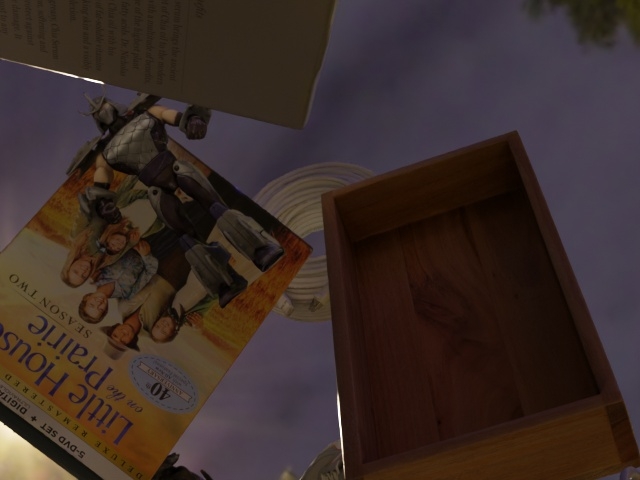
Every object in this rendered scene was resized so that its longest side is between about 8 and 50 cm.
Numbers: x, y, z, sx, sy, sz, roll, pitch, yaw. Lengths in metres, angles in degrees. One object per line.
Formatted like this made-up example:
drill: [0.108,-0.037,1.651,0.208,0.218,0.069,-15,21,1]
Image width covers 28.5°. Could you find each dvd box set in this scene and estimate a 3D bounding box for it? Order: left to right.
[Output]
dvd box set: [-0.237,0.072,1.536,0.420,0.308,0.062,-54,4,-33]

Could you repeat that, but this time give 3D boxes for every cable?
cable: [0.000,0.000,1.864,0.257,0.257,0.089,-35,-41,-14]

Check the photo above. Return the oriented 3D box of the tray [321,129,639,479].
tray: [0.115,0.059,1.066,0.203,0.411,0.076,-18,-60,8]

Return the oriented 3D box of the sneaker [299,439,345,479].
sneaker: [0.046,0.326,1.796,0.262,0.099,0.121,-36,-14,32]

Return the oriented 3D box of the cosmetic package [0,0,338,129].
cosmetic package: [-0.202,-0.272,1.105,0.230,0.453,0.161,107,177,-58]

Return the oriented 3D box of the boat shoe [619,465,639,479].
boat shoe: [0.135,0.196,0.631,0.156,0.367,0.135,-20,-98,-25]

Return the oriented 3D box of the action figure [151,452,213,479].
action figure: [-0.168,0.377,1.604,0.164,0.276,0.141,-52,4,37]

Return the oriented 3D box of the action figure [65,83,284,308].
action figure: [-0.165,-0.064,1.397,0.185,0.285,0.099,-43,-3,15]
